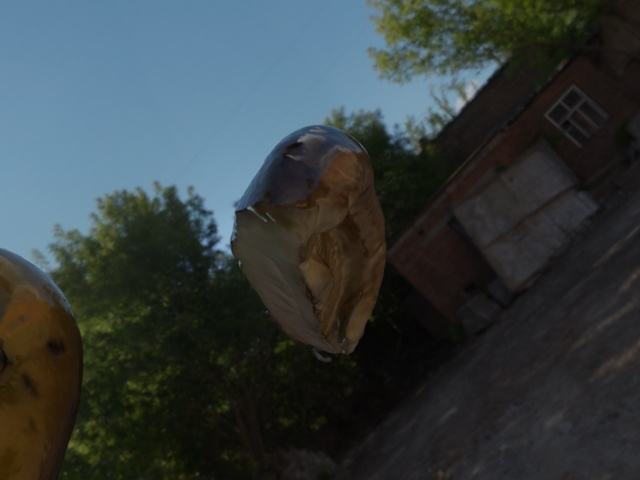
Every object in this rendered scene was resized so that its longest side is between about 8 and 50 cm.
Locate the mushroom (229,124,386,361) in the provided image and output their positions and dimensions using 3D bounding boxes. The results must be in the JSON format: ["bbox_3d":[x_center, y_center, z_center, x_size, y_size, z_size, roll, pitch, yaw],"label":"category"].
[{"bbox_3d":[-0.001,0.000,0.436,0.094,0.072,0.210,-53,-22,-16],"label":"mushroom"}]

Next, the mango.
[{"bbox_3d":[-0.369,0.206,0.712,0.220,0.301,0.445,7,-54,-32],"label":"mango"}]
